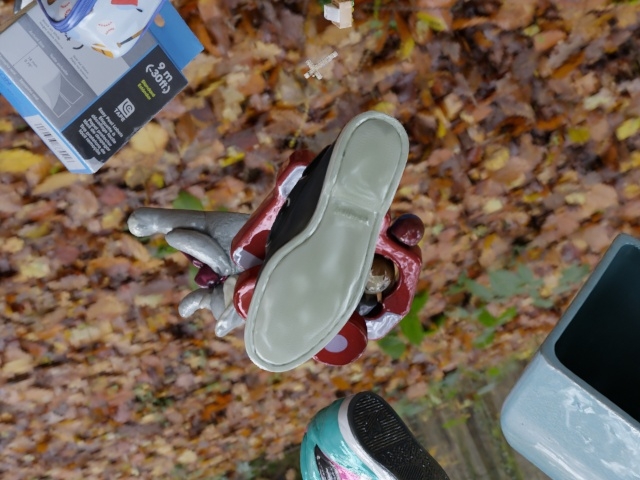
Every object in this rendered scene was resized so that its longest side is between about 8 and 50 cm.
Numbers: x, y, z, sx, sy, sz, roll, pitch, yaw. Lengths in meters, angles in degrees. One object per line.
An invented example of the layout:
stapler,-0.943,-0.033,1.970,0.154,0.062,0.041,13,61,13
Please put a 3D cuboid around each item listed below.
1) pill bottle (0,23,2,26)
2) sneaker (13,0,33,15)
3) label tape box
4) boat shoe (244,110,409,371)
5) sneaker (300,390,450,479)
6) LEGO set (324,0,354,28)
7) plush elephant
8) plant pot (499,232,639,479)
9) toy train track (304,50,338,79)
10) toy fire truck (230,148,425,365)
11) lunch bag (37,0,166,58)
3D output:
pill bottle,-0.690,-0.279,1.514,0.160,0.160,0.283,-7,132,-49
sneaker,-0.633,-0.625,1.999,0.145,0.270,0.090,22,155,-12
label tape box,-0.340,-0.305,1.304,0.334,0.241,0.106,-50,-151,-22
boat shoe,-0.003,-0.002,1.031,0.127,0.340,0.113,21,180,-17
sneaker,0.072,0.355,1.201,0.178,0.295,0.124,-22,-165,47
LEGO set,0.034,-0.521,1.410,0.132,0.287,0.107,-11,-161,48
plush elephant,-0.210,0.070,1.742,0.330,0.255,0.272,2,177,21
plant pot,0.367,0.196,1.018,0.247,0.248,0.252,-43,166,-36
toy train track,0.001,-0.371,1.733,0.083,0.048,0.014,-36,-159,9
toy fire truck,0.022,0.027,1.243,0.302,0.169,0.254,31,121,-17
lunch bag,-0.273,-0.391,1.061,0.115,0.303,0.243,21,112,-40
